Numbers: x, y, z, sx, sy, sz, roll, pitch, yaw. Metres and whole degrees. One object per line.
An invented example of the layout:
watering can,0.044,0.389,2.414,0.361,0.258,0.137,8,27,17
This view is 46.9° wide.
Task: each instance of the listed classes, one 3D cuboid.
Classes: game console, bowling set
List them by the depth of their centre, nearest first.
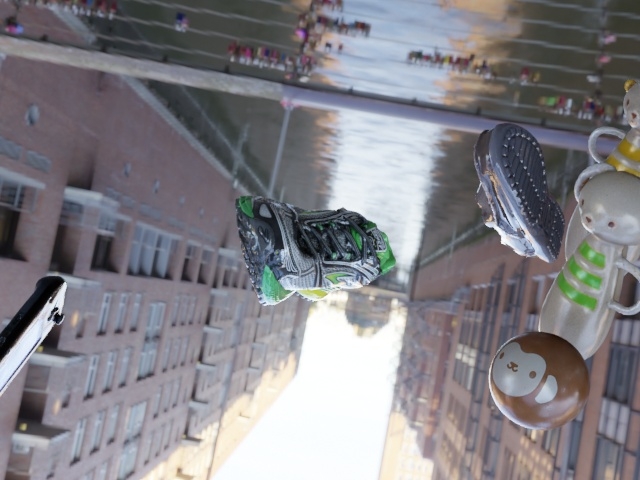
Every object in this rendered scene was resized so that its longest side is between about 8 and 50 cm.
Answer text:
bowling set,0.201,0.034,0.398,0.199,0.154,0.287,-14,-139,-30
game console,-0.339,0.174,0.670,0.044,0.361,0.213,35,142,-10

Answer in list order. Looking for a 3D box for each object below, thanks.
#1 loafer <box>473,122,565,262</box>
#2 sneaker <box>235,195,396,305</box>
loafer,0.325,-0.066,1.286,0.130,0.134,0.366,6,152,33
sneaker,0.000,0.000,0.933,0.146,0.134,0.343,-17,172,18
